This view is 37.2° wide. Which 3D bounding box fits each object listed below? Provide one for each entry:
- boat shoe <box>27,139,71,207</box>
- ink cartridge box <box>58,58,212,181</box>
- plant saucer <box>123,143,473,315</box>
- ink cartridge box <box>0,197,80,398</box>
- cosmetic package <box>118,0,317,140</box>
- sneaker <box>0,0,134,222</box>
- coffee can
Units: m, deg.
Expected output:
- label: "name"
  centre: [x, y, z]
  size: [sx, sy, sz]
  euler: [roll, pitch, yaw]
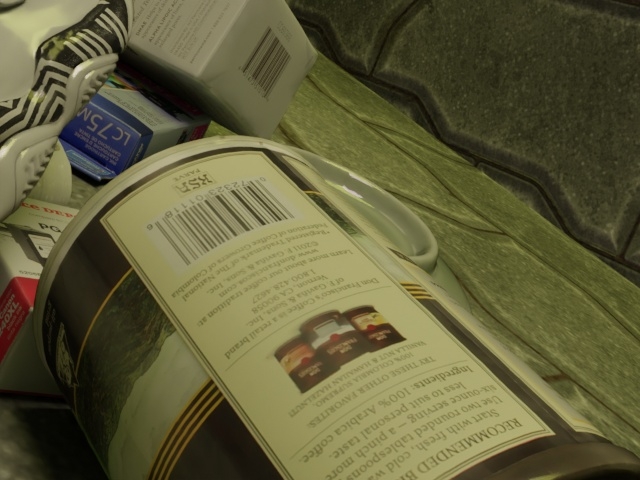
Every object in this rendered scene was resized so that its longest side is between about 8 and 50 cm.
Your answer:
- label: "boat shoe"
  centre: [-0.295, -0.138, 0.793]
  size: [0.156, 0.136, 0.367]
  euler: [13, 26, -48]
- label: "ink cartridge box"
  centre: [-0.250, -0.151, 1.059]
  size: [0.186, 0.065, 0.311]
  euler: [31, 17, 3]
- label: "plant saucer"
  centre: [0.000, 0.000, 0.919]
  size: [0.400, 0.100, 0.400]
  euler: [25, 21, -10]
- label: "ink cartridge box"
  centre: [-0.176, 0.032, 0.615]
  size: [0.109, 0.063, 0.150]
  euler: [15, 22, -44]
- label: "cosmetic package"
  centre: [-0.219, -0.295, 1.211]
  size: [0.385, 0.156, 0.217]
  euler: [28, -7, 25]
- label: "sneaker"
  centre: [-0.236, -0.124, 0.515]
  size: [0.210, 0.137, 0.366]
  euler: [57, 34, -36]
- label: "coffee can"
  centre: [-0.003, 0.097, 0.478]
  size: [0.201, 0.201, 0.275]
  euler: [16, 21, -43]
